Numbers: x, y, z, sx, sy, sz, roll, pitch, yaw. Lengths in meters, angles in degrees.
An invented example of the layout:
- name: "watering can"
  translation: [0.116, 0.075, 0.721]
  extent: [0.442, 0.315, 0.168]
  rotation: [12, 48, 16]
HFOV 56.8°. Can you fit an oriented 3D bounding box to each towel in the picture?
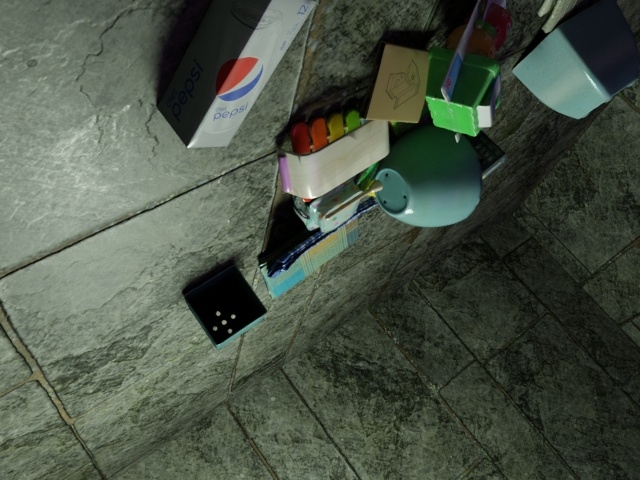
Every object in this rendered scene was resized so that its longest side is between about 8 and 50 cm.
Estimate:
- name: "towel"
  translation: [-0.030, 0.027, 1.882]
  extent: [0.370, 0.040, 0.271]
  rotation: [-36, 156, -14]
- name: "towel"
  translation: [0.725, -0.737, 1.557]
  extent: [0.312, 0.056, 0.324]
  rotation: [-37, 160, -15]
- name: "towel"
  translation: [0.000, 0.000, 1.686]
  extent: [0.336, 0.040, 0.243]
  rotation: [-34, 178, -17]

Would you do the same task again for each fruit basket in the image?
- name: "fruit basket"
  translation: [0.366, -0.429, 1.339]
  extent: [0.353, 0.165, 0.327]
  rotation: [-63, 160, -2]

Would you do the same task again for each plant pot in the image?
- name: "plant pot"
  translation: [0.260, -0.158, 1.604]
  extent: [0.195, 0.290, 0.290]
  rotation: [-22, 155, -34]
- name: "plant pot"
  translation: [0.787, -0.519, 1.769]
  extent: [0.247, 0.252, 0.248]
  rotation: [-34, 176, -18]
- name: "plant pot"
  translation: [-0.273, 0.209, 1.700]
  extent: [0.166, 0.165, 0.234]
  rotation: [-33, 169, -19]

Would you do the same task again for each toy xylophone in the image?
- name: "toy xylophone"
  translation: [0.048, -0.186, 1.369]
  extent: [0.323, 0.081, 0.236]
  rotation: [-26, 133, -31]

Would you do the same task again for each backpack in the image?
- name: "backpack"
  translation: [0.014, -0.106, 1.525]
  extent: [0.166, 0.144, 0.188]
  rotation: [-37, 171, -18]

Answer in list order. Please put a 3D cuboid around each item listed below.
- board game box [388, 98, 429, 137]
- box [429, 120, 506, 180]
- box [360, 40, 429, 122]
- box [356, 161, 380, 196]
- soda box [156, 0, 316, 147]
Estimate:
- name: "board game box"
  translation: [0.219, -0.352, 1.498]
  extent: [0.124, 0.039, 0.259]
  rotation: [-40, 159, 4]
- name: "box"
  translation: [0.398, -0.261, 1.743]
  extent: [0.183, 0.232, 0.059]
  rotation: [-40, 156, 3]
- name: "box"
  translation: [0.177, -0.347, 1.313]
  extent: [0.201, 0.021, 0.164]
  rotation: [-9, 121, -46]
- name: "box"
  translation: [0.193, -0.179, 1.795]
  extent: [0.179, 0.043, 0.105]
  rotation: [9, 132, -41]
- name: "soda box"
  translation: [-0.133, -0.275, 0.894]
  extent: [0.091, 0.098, 0.286]
  rotation: [-14, 150, -53]
